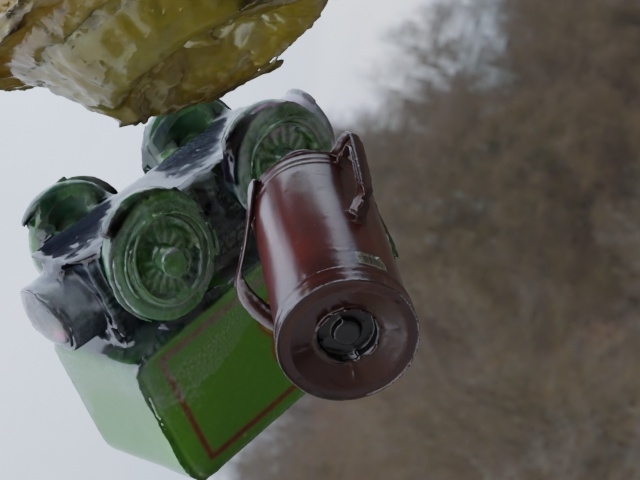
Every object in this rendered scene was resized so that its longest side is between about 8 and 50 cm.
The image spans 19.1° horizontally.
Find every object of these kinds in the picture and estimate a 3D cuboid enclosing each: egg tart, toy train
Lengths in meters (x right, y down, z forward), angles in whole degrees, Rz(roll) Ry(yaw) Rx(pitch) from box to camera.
[{"bbox_3d":[-0.091,-0.163,1.252,0.290,0.115,0.290,-31,-8,-5],"label":"egg tart"},{"bbox_3d":[-0.085,0.024,1.536,0.307,0.173,0.249,-40,-62,-27],"label":"toy train"}]

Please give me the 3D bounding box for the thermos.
[{"bbox_3d":[0.004,0.000,1.300,0.232,0.099,0.124,-103,36,-56],"label":"thermos"}]
